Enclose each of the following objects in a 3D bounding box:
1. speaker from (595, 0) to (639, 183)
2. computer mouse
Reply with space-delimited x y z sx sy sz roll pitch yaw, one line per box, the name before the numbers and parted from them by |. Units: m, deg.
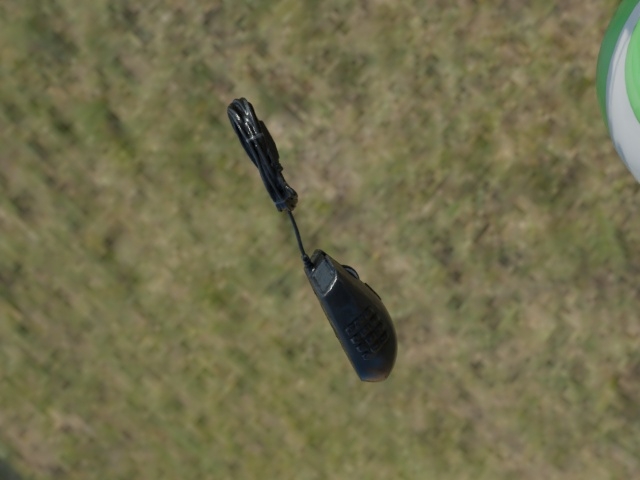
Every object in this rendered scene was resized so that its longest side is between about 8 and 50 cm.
speaker | 0.215 -0.027 0.626 0.131 0.131 0.296 57 177 -28
computer mouse | 0.000 0.000 1.197 0.242 0.041 0.071 63 178 -27
